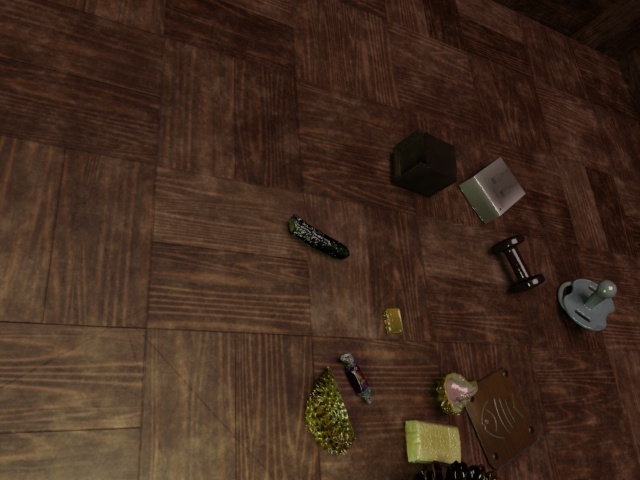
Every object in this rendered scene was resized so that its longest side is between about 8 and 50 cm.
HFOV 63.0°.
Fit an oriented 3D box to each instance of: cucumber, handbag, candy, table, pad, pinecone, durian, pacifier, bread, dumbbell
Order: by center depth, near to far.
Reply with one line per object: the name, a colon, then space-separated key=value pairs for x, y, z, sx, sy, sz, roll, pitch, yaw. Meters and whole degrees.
pinecone: x=0.399 y=0.749 z=1.506 sx=0.246 sy=0.292 sz=0.246 roll=43 pitch=30 yaw=-33
durian: x=0.040 y=0.495 z=1.522 sx=0.139 sy=0.144 sz=0.252 roll=-5 pitch=65 yaw=-56
candy: x=0.113 y=0.431 z=1.629 sx=0.045 sy=0.043 sz=0.174 roll=-25 pitch=87 yaw=-38
bread: x=0.360 y=0.648 z=1.665 sx=0.189 sy=0.068 sz=0.125 roll=17 pitch=61 yaw=-25
cucumber: x=-0.001 y=0.002 z=1.737 sx=0.245 sy=0.067 sz=0.067 roll=31 pitch=56 yaw=-17
durian: x=0.461 y=0.516 z=1.786 sx=0.224 sy=0.078 sz=0.140 roll=-6 pitch=59 yaw=-44
handbag: x=0.248 y=0.275 z=1.789 sx=0.061 sy=0.027 sz=0.083 roll=5 pitch=67 yaw=-30
pad: x=0.648 y=0.633 z=1.880 sx=0.284 sy=0.018 sz=0.286 roll=-14 pitch=75 yaw=-34
table: x=0.403 y=-0.297 z=2.050 sx=0.193 sy=0.172 sz=0.169 roll=17 pitch=60 yaw=-29
dumbbell: x=0.808 y=0.096 z=2.141 sx=0.124 sy=0.140 sz=0.225 roll=-14 pitch=77 yaw=-45
pacifier: x=1.175 y=0.241 z=2.252 sx=0.238 sy=0.225 sz=0.287 roll=44 pitch=50 yaw=16

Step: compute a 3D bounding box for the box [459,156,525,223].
box: x=0.747 y=-0.220 z=2.271 sx=0.252 sy=0.106 sz=0.203 roll=-32 pitch=89 yaw=-36
